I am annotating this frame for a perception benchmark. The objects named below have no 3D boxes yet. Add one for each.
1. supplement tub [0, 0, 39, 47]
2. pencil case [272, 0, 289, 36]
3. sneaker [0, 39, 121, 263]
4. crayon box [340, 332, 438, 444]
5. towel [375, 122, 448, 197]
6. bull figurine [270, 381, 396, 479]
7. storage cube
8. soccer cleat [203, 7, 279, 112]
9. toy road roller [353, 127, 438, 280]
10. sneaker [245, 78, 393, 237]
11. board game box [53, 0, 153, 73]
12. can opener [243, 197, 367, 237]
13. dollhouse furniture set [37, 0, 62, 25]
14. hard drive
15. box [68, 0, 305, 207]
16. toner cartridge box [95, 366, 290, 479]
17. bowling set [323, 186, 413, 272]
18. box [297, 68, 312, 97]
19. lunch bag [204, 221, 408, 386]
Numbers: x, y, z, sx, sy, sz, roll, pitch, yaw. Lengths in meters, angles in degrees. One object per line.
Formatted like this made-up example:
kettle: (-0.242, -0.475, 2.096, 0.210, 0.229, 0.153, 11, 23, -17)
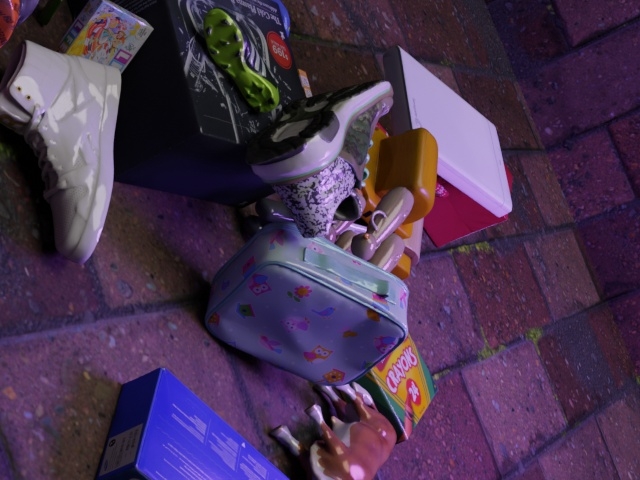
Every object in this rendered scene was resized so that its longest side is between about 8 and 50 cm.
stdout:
supplement tub: (-0.436, -0.398, 1.465, 0.207, 0.207, 0.338, 42, 35, -38)
pencil case: (-0.173, -0.417, 2.040, 0.306, 0.119, 0.133, 18, 81, -56)
sneaker: (-0.360, -0.120, 1.518, 0.169, 0.108, 0.292, 17, 60, -34)
crayon box: (0.080, 0.183, 2.056, 0.318, 0.081, 0.202, 61, 28, -8)
towel: (0.115, -0.174, 2.312, 0.275, 0.199, 0.031, 38, 77, -44)
bull figurine: (0.030, 0.331, 1.822, 0.188, 0.101, 0.310, 57, 23, -3)
storage cube: (0.299, -0.135, 2.590, 0.193, 0.184, 0.215, 54, 29, -22)
soccer cleat: (-0.117, -0.267, 1.711, 0.179, 0.060, 0.072, 58, 18, -28)
toy road roller: (0.133, -0.082, 2.158, 0.329, 0.241, 0.202, 39, 50, -44)
sneaker: (0.017, -0.122, 1.769, 0.410, 0.158, 0.182, -46, 124, -58)
board game box: (-0.317, -0.260, 1.632, 0.026, 0.154, 0.103, 47, 15, 34)
can opener: (0.000, 0.000, 1.997, 0.283, 0.076, 0.095, 14, 30, -45)
dollhouse furniture set: (-0.434, -0.377, 1.654, 0.152, 0.058, 0.076, 33, 45, -17)
hard drive: (0.258, -0.215, 2.348, 0.353, 0.047, 0.233, 30, 43, -42)
box: (-0.185, -0.242, 1.819, 0.343, 0.179, 0.312, 9, 62, -58)
toner cartridge box: (-0.140, 0.337, 1.546, 0.348, 0.075, 0.165, 48, 33, -30)
bowling set: (0.028, 0.021, 1.891, 0.154, 0.200, 0.287, -50, 153, -37)
box: (-0.050, -0.240, 2.163, 0.028, 0.081, 0.136, 17, 54, -56)
lunch bag: (-0.011, 0.097, 1.751, 0.279, 0.224, 0.107, 27, 40, -22)
